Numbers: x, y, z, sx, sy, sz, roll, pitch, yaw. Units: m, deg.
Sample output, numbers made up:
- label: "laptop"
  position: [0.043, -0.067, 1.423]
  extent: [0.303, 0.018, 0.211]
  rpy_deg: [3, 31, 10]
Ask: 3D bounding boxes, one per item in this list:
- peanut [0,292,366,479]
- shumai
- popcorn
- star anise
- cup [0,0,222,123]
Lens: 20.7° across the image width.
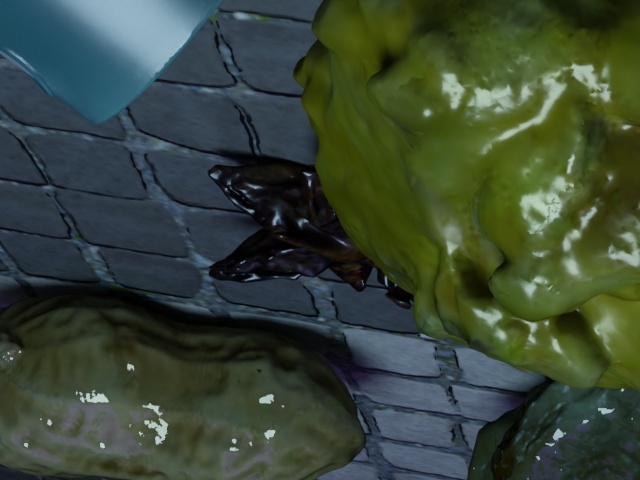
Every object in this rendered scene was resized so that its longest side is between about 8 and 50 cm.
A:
- label: "peanut"
  position: [-0.122, 0.115, 1.305]
  extent: [0.325, 0.140, 0.153]
  rpy_deg: [5, 139, 17]
- label: "shumai"
  position: [0.203, 0.129, 1.190]
  extent: [0.222, 0.203, 0.272]
  rpy_deg: [22, 121, -22]
- label: "popcorn"
  position: [0.113, -0.053, 0.736]
  extent: [0.266, 0.192, 0.233]
  rpy_deg: [-15, 113, 55]
- label: "star anise"
  position: [0.000, -0.004, 1.064]
  extent: [0.157, 0.053, 0.212]
  rpy_deg: [6, 158, 17]
- label: "cup"
  position: [-0.109, -0.157, 0.649]
  extent: [0.173, 0.167, 0.299]
  rpy_deg: [32, 177, -19]
